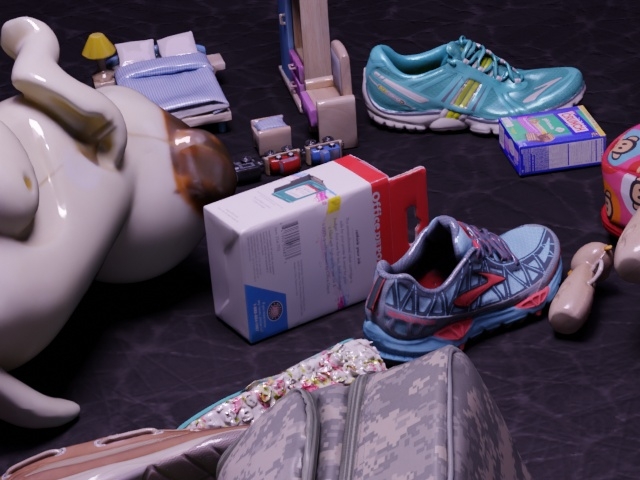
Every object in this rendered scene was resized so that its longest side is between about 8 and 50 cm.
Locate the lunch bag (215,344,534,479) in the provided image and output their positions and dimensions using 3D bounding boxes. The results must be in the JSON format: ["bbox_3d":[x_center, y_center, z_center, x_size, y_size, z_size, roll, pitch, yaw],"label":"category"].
[{"bbox_3d":[0.024,0.255,1.496,0.256,0.212,0.305,-20,30,17],"label":"lunch bag"}]

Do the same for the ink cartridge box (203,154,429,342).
[{"bbox_3d":[0.000,0.000,2.039,0.231,0.134,0.078,-20,32,-27],"label":"ink cartridge box"}]

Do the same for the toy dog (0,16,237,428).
[{"bbox_3d":[-0.268,-0.038,1.969,0.395,0.284,0.408,52,37,12],"label":"toy dog"}]

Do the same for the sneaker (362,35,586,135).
[{"bbox_3d":[0.187,-0.193,2.391,0.275,0.110,0.107,0,29,6],"label":"sneaker"}]

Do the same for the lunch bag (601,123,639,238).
[{"bbox_3d":[0.475,-0.063,2.102,0.293,0.120,0.258,-25,35,-34],"label":"lunch bag"}]

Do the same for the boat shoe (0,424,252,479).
[{"bbox_3d":[-0.145,0.208,1.699,0.324,0.123,0.116,-10,27,-13],"label":"boat shoe"}]

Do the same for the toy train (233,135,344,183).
[{"bbox_3d":[-0.042,-0.095,2.330,0.158,0.027,0.036,-15,34,-17],"label":"toy train"}]

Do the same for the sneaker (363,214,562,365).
[{"bbox_3d":[0.153,0.029,1.974,0.262,0.125,0.104,-28,37,-36],"label":"sneaker"}]

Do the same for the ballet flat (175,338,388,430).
[{"bbox_3d":[-0.028,0.162,1.809,0.241,0.091,0.077,-27,58,-28],"label":"ballet flat"}]

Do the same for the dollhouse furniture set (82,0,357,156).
[{"bbox_3d":[-0.137,-0.237,2.426,0.303,0.198,0.286,-10,29,-9],"label":"dollhouse furniture set"}]

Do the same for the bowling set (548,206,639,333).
[{"bbox_3d":[0.380,0.026,1.942,0.200,0.287,0.154,40,42,-8],"label":"bowling set"}]

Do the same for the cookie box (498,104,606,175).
[{"bbox_3d":[0.275,-0.119,2.314,0.107,0.040,0.092,-8,28,-9],"label":"cookie box"}]
